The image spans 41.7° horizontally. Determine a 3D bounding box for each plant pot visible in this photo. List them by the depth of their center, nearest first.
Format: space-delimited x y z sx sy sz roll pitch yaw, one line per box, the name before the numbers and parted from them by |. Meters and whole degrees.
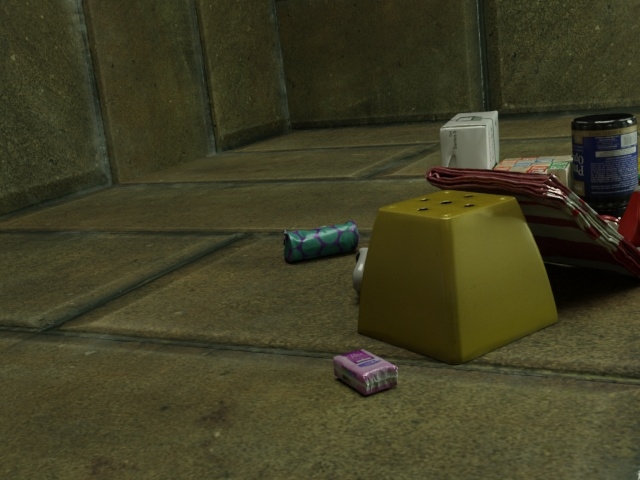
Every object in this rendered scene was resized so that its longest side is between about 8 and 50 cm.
plant pot | 0.187 0.035 1.198 0.212 0.187 0.212 -15 16 -34

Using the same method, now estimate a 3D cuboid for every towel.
towel | 0.345 -0.023 1.313 0.329 0.037 0.237 31 -12 -36

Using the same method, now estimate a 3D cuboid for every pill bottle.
pill bottle | 0.558 -0.133 1.646 0.122 0.219 0.123 -6 13 1

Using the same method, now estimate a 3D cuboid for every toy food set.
toy food set | 0.523 -0.025 1.334 0.111 0.105 0.232 21 -9 -19

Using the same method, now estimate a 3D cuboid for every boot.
boot | 0.123 0.025 1.462 0.123 0.095 0.258 3 16 11

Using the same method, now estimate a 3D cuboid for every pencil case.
pencil case | 0.000 0.000 1.696 0.151 0.064 0.070 -9 39 -13

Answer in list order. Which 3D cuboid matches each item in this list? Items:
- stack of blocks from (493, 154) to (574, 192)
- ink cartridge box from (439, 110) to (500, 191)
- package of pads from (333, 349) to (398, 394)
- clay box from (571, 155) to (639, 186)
stack of blocks | 0.485 -0.127 1.938 0.171 0.087 0.297 0 15 24
ink cartridge box | 0.375 -0.204 2.075 0.114 0.198 0.273 -1 15 18
package of pads | 0.056 0.164 1.056 0.050 0.032 0.083 -10 14 -25
clay box | 0.680 -0.146 1.893 0.127 0.053 0.222 22 -5 -33
